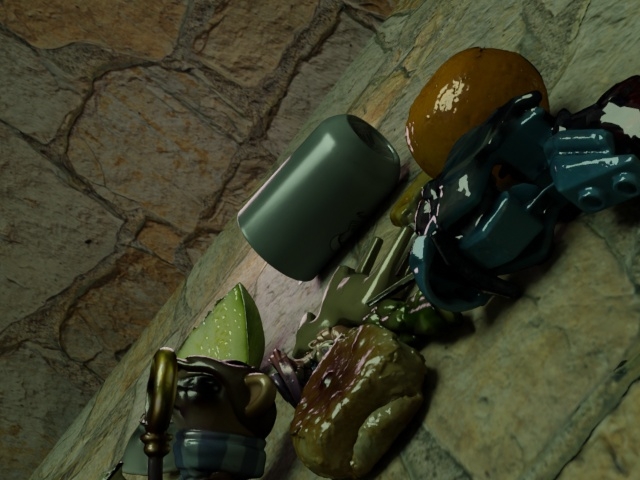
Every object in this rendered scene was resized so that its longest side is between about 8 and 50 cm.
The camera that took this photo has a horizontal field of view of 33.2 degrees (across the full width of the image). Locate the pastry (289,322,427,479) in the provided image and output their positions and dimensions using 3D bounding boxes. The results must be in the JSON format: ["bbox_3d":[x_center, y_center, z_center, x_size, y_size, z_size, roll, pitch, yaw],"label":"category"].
[{"bbox_3d":[0.050,0.202,1.396,0.218,0.100,0.229,-47,15,26],"label":"pastry"}]

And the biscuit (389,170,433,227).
[{"bbox_3d":[0.192,-0.090,1.833,0.183,0.039,0.174,-53,14,3],"label":"biscuit"}]

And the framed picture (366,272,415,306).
[{"bbox_3d":[0.140,0.047,1.523,0.149,0.011,0.109,-35,-6,18],"label":"framed picture"}]

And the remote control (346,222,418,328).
[{"bbox_3d":[0.083,0.076,1.789,0.261,0.029,0.067,-52,13,5],"label":"remote control"}]

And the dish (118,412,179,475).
[{"bbox_3d":[-0.267,0.346,1.950,0.229,0.081,0.229,-14,9,2],"label":"dish"}]

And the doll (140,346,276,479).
[{"bbox_3d":[-0.191,0.335,1.597,0.318,0.209,0.340,75,-147,-76],"label":"doll"}]

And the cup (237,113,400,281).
[{"bbox_3d":[0.004,-0.091,2.142,0.312,0.205,0.205,-47,14,22],"label":"cup"}]

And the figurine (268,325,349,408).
[{"bbox_3d":[-0.008,0.196,1.636,0.157,0.126,0.114,-36,-22,-32],"label":"figurine"}]

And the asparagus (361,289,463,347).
[{"bbox_3d":[0.119,0.108,1.470,0.080,0.080,0.287,-59,12,-25],"label":"asparagus"}]

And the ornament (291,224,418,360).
[{"bbox_3d":[0.049,0.092,1.724,0.245,0.061,0.230,-61,23,-12],"label":"ornament"}]

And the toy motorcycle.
[{"bbox_3d":[0.242,-0.041,1.266,0.416,0.172,0.232,-24,37,50],"label":"toy motorcycle"}]

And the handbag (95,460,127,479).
[{"bbox_3d":[-0.389,0.533,1.876,0.237,0.160,0.358,-46,1,-22],"label":"handbag"}]

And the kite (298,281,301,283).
[{"bbox_3d":[0.002,0.002,2.346,0.127,0.016,0.229,-43,19,29],"label":"kite"}]

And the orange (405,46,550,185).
[{"bbox_3d":[0.230,-0.176,1.564,0.219,0.193,0.219,-35,16,12],"label":"orange"}]

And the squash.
[{"bbox_3d":[-0.195,0.242,2.086,0.237,0.204,0.155,-49,-8,29],"label":"squash"}]
